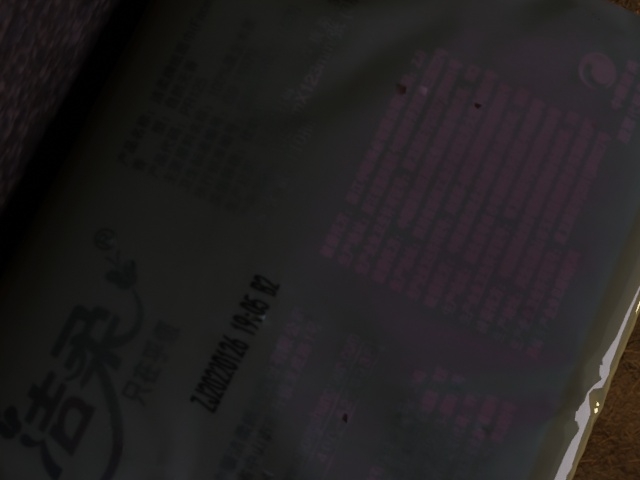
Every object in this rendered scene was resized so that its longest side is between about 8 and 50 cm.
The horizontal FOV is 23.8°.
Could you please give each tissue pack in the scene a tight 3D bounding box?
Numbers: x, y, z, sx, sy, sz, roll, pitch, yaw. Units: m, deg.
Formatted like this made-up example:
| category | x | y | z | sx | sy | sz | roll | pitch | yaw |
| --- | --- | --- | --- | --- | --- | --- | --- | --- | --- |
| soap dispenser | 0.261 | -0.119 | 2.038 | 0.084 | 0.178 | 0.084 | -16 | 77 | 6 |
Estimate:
| category | x | y | z | sx | sy | sz | roll | pitch | yaw |
| --- | --- | --- | --- | --- | --- | --- | --- | --- | --- |
| tissue pack | 0.006 | 0.026 | 0.884 | 0.205 | 0.331 | 0.405 | 103 | 12 | -74 |
